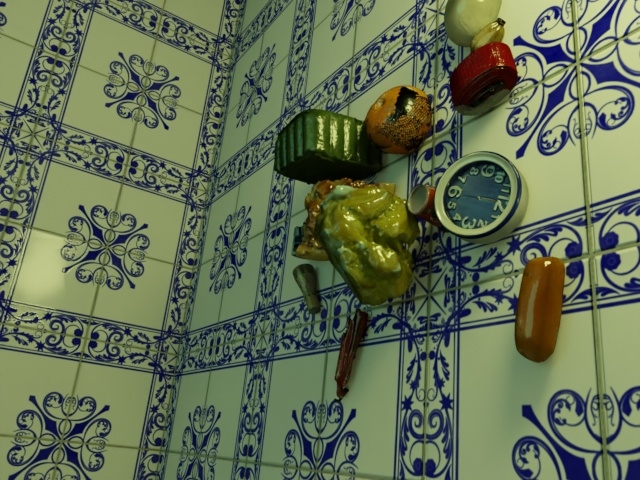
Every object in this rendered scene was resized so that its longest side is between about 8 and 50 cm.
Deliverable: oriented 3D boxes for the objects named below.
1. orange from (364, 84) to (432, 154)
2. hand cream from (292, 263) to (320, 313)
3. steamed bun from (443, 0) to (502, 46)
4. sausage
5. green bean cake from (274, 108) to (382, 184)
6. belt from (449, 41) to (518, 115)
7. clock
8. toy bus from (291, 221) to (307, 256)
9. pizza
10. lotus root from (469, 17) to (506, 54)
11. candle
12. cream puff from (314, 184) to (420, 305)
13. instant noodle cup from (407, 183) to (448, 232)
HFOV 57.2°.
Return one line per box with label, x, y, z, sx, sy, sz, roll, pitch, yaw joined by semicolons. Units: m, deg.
orange;0.251;-0.388;1.887;0.234;0.182;0.235;-47;26;30
hand cream;-0.041;0.183;2.174;0.084;0.083;0.203;-50;43;33
steamed bun;0.448;-0.704;1.763;0.177;0.130;0.228;29;101;62
sausage;0.479;0.148;1.291;0.098;0.098;0.239;-9;66;58
green bean cake;0.031;-0.329;2.080;0.319;0.334;0.218;-15;71;53
belt;0.448;-0.435;1.620;0.201;0.127;0.124;-40;42;42
clock;0.407;-0.108;1.498;0.230;0.083;0.231;-14;65;33
toy bus;0.000;0.000;2.168;0.297;0.106;0.131;-5;73;60
pizza;0.069;-0.090;1.966;0.408;0.114;0.278;-30;74;11
lotus root;0.481;-0.574;1.704;0.072;0.063;0.152;49;120;10
candle;0.090;0.364;1.862;0.084;0.059;0.302;175;110;-68
cream puff;0.155;-0.003;1.726;0.275;0.378;0.378;-32;32;-7
instant noodle cup;0.321;-0.097;1.642;0.127;0.135;0.127;-34;48;48
